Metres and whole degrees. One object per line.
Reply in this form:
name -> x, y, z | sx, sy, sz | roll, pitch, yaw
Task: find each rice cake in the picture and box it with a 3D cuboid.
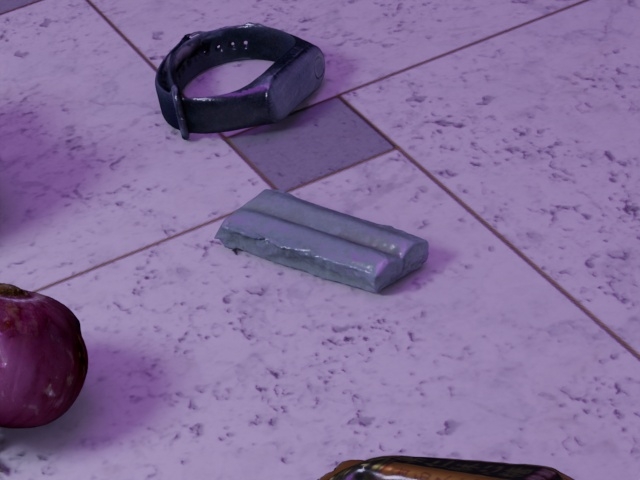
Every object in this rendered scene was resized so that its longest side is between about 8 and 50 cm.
rice cake -> 0.000, 0.000, 1.939 | 0.226, 0.040, 0.085 | 18, 42, 34

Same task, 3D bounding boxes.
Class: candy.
candy -> 0.097, 0.225, 1.533 | 0.271, 0.101, 0.143 | 9, 14, 35

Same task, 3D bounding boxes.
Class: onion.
onion -> -0.306, 0.111, 1.757 | 0.177, 0.153, 0.177 | 20, 29, -11

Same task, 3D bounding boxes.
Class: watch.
watch -> -0.107, -0.190, 2.224 | 0.193, 0.068, 0.206 | 5, 33, 27
